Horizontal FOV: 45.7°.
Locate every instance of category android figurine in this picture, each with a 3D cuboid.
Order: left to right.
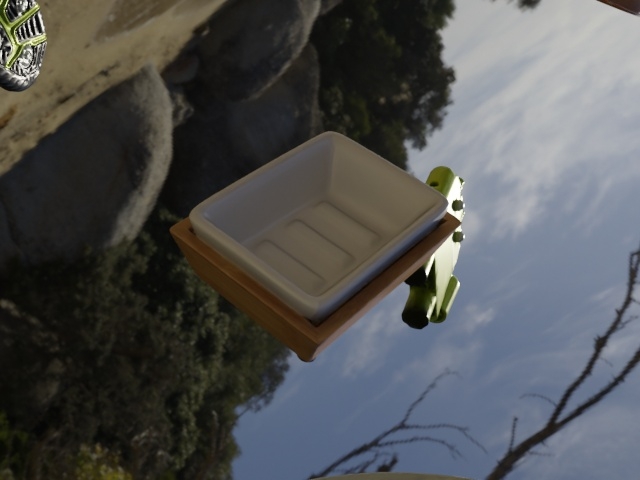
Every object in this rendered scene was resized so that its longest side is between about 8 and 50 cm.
[{"bbox_3d":[0.182,0.004,1.181,0.056,0.248,0.273,8,-143,21],"label":"android figurine"}]

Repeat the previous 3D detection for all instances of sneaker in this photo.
[{"bbox_3d":[-0.510,-0.325,0.987,0.147,0.385,0.145,12,-105,23],"label":"sneaker"}]

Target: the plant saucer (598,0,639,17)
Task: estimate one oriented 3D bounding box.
[{"bbox_3d":[0.271,-0.302,0.837,0.200,0.200,0.037,-70,-176,-67],"label":"plant saucer"}]

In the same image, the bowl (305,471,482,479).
[{"bbox_3d":[0.040,0.246,0.406,0.297,0.134,0.298,-3,-174,0],"label":"bowl"}]

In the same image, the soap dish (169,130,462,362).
[{"bbox_3d":[0.000,0.000,0.928,0.291,0.229,0.118,-35,149,-39],"label":"soap dish"}]
